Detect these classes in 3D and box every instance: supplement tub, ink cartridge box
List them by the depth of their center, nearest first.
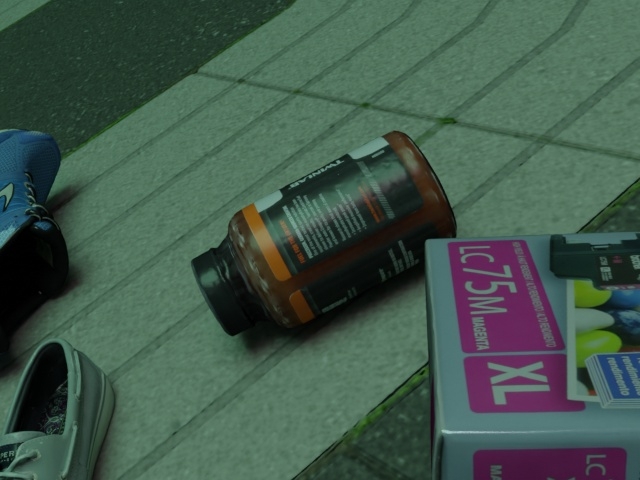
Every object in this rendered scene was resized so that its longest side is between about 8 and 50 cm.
[{"bbox_3d":[0.205,0.052,0.369,0.311,0.065,0.185,0,23,6],"label":"ink cartridge box"},{"bbox_3d":[0.000,0.000,0.643,0.198,0.106,0.106,-28,37,-2],"label":"supplement tub"}]

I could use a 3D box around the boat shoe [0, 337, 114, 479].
[{"bbox_3d":[-0.209,0.166,0.588,0.079,0.081,0.227,-18,38,11],"label":"boat shoe"}]

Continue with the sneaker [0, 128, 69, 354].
[{"bbox_3d":[-0.317,0.003,0.835,0.147,0.129,0.330,-3,44,6],"label":"sneaker"}]
